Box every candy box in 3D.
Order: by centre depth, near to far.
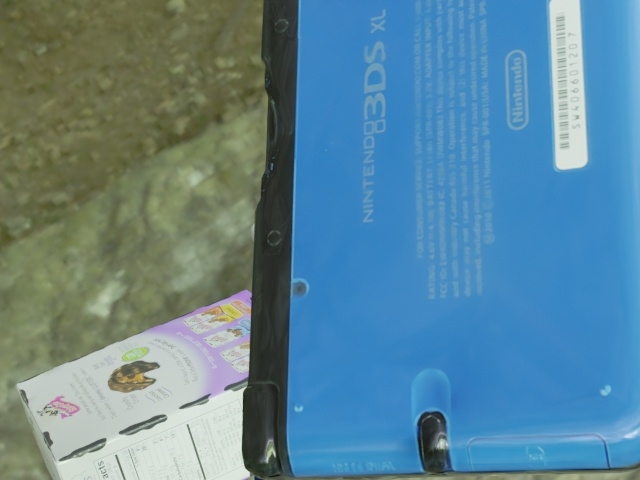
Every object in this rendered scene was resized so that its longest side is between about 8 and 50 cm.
[{"bbox_3d":[-0.103,0.119,0.820,0.196,0.070,0.165,-22,-161,-18],"label":"candy box"}]

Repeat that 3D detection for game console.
[{"bbox_3d":[0.048,-0.028,0.545,0.250,0.293,0.173,-7,162,24],"label":"game console"}]

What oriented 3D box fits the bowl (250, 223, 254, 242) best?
[{"bbox_3d":[0.000,0.000,1.314,0.142,0.053,0.142,-25,157,2],"label":"bowl"}]
